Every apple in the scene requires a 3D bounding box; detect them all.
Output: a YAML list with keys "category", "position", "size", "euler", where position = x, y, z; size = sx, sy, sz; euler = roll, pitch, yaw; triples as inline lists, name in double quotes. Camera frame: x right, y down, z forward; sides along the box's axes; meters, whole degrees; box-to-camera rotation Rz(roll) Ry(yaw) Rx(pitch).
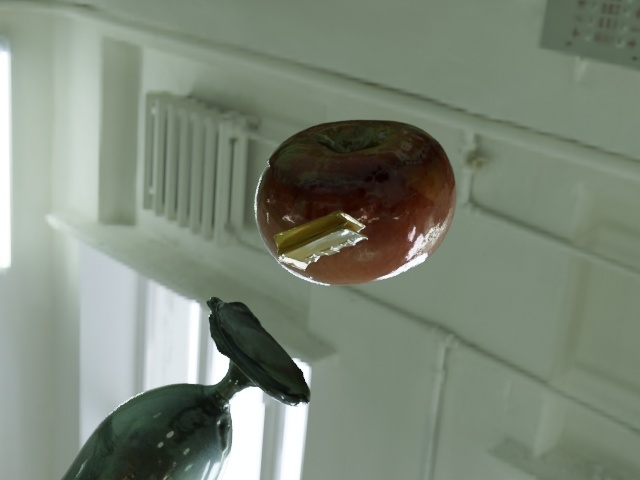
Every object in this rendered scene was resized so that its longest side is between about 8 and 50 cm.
- category: "apple"
  position: [0.049, -0.048, 1.452]
  size: [0.272, 0.206, 0.251]
  euler: [-17, -156, -23]

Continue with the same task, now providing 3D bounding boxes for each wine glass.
- category: "wine glass"
  position: [-0.114, 0.152, 0.771]
  size: [0.103, 0.222, 0.103]
  euler: [42, -169, -10]

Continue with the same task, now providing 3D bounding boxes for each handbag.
- category: "handbag"
  position: [0.000, 0.000, 1.084]
  size: [0.083, 0.027, 0.061]
  euler: [-22, 156, 23]
